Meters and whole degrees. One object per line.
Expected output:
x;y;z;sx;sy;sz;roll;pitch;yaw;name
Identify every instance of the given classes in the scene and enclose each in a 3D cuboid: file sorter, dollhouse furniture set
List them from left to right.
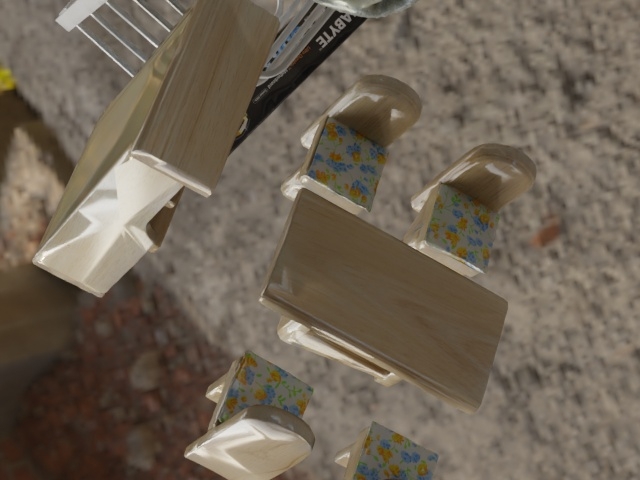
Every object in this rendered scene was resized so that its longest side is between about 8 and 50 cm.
-0.097;-0.243;1.517;0.173;0.193;0.278;41;165;-14;file sorter
0.000;0.000;1.362;0.256;0.394;0.362;-39;27;55;dollhouse furniture set

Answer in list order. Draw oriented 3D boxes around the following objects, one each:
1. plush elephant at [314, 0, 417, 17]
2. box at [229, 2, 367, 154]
0.048;-0.328;1.224;0.255;0.272;0.330;31;159;-6;plush elephant
-0.091;-0.177;1.987;0.073;0.293;0.295;46;156;-7;box
